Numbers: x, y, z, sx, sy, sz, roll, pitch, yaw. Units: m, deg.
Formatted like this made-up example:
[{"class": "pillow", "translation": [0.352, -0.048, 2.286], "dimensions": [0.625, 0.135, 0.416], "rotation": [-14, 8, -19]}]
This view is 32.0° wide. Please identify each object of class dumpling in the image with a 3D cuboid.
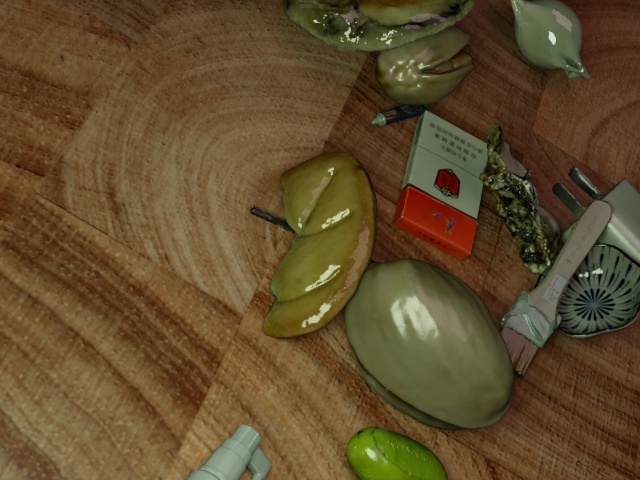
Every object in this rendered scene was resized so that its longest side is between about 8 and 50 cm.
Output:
[{"class": "dumpling", "translation": [0.436, -0.391, 2.124], "dimensions": [0.229, 0.124, 0.151], "rotation": [56, 15, 4]}]

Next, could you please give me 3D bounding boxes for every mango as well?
[{"class": "mango", "translation": [0.104, 0.312, 1.521], "dimensions": [0.165, 0.074, 0.091], "rotation": [35, 43, -23]}]

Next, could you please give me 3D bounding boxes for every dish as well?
[{"class": "dish", "translation": [0.443, 0.096, 1.822], "dimensions": [0.190, 0.066, 0.191], "rotation": [-11, 48, 13]}]

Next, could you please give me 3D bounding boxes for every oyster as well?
[{"class": "oyster", "translation": [0.327, -0.079, 1.861], "dimensions": [0.214, 0.083, 0.223], "rotation": [58, 16, -30]}]

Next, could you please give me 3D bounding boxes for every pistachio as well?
[{"class": "pistachio", "translation": [0.180, -0.305, 1.906], "dimensions": [0.215, 0.144, 0.144], "rotation": [-26, 76, -44]}, {"class": "pistachio", "translation": [0.153, 0.149, 1.592], "dimensions": [0.197, 0.166, 0.288], "rotation": [-36, 87, -16]}]

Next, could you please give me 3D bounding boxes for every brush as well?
[{"class": "brush", "translation": [0.376, 0.064, 1.779], "dimensions": [0.085, 0.020, 0.336], "rotation": [34, 71, 1]}]

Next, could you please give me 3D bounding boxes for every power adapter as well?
[{"class": "power adapter", "translation": [0.485, -0.036, 1.913], "dimensions": [0.205, 0.125, 0.130], "rotation": [49, 51, 8]}]

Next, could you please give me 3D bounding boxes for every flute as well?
[{"class": "flute", "translation": [0.014, 0.006, 1.694], "dimensions": [0.269, 0.014, 0.014], "rotation": [24, 53, -15]}]

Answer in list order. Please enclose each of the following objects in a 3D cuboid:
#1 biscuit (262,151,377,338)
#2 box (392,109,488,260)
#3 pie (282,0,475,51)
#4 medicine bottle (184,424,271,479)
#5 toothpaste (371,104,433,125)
[{"class": "biscuit", "translation": [0.004, 0.001, 1.610], "dimensions": [0.154, 0.045, 0.299], "rotation": [-5, 60, 19]}, {"class": "box", "translation": [0.204, -0.094, 1.849], "dimensions": [0.139, 0.035, 0.245], "rotation": [28, 51, -13]}, {"class": "pie", "translation": [0.096, -0.415, 1.891], "dimensions": [0.339, 0.077, 0.339], "rotation": [-1, 38, 1]}, {"class": "medicine bottle", "translation": [-0.137, 0.328, 1.386], "dimensions": [0.092, 0.061, 0.221], "rotation": [57, 47, -20]}, {"class": "toothpaste", "translation": [0.136, -0.217, 1.896], "dimensions": [0.140, 0.021, 0.037], "rotation": [-22, 66, -40]}]
